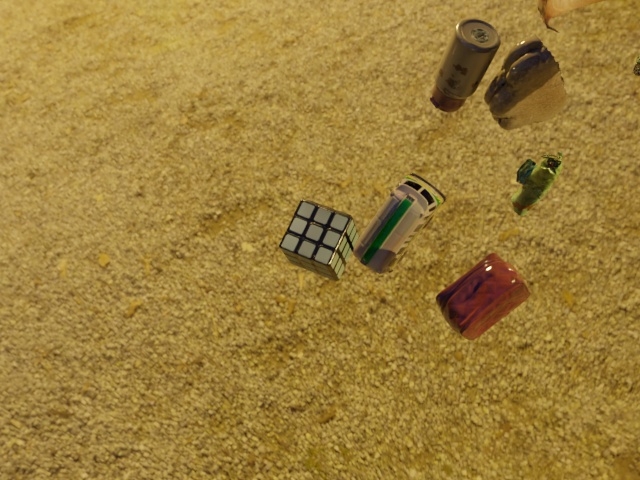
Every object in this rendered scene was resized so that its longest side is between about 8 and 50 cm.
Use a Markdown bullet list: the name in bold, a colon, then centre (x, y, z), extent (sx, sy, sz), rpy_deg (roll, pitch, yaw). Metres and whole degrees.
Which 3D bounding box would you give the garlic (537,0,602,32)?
- **garlic**: centre (0.435, -0.435, 1.002), extent (0.207, 0.128, 0.115), rpy_deg (-24, 12, 0)

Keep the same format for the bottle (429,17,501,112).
- **bottle**: centre (0.333, -0.402, 1.422), extent (0.110, 0.233, 0.110), rpy_deg (4, 60, -7)

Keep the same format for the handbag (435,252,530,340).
- **handbag**: centre (0.418, 0.146, 1.554), extent (0.225, 0.146, 0.135), rpy_deg (-42, 52, 9)

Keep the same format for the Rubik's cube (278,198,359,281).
- **Rubik's cube**: centre (0.000, 0.000, 1.692), extent (0.160, 0.162, 0.163), rpy_deg (21, 77, 18)

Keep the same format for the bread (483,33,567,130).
- **bread**: centre (0.501, -0.367, 1.483), extent (0.183, 0.337, 0.102), rpy_deg (-33, 66, 18)

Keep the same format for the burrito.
- **burrito**: centre (0.612, -0.170, 1.738), extent (0.104, 0.288, 0.054), rpy_deg (43, 67, 14)

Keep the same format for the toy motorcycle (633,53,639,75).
- **toy motorcycle**: centre (0.451, -0.263, 0.692), extent (0.074, 0.190, 0.106), rpy_deg (39, 61, -8)

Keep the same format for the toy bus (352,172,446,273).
- **toy bus**: centre (0.230, -0.048, 1.828), extent (0.143, 0.179, 0.305), rpy_deg (40, 110, 14)
